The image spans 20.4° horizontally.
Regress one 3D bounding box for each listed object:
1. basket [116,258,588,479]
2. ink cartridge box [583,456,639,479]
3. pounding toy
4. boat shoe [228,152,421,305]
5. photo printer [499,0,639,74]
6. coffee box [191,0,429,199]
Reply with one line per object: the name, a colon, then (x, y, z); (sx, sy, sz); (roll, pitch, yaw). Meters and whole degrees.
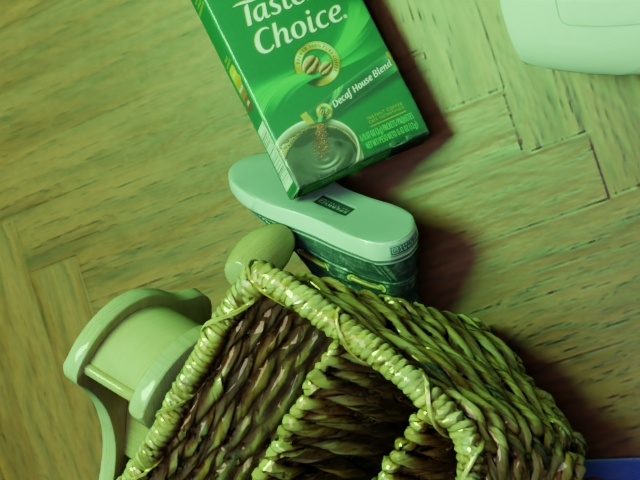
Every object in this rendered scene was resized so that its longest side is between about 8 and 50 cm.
basket: (0.008, 0.199, 1.212); (0.299, 0.223, 0.213); (-58, 39, 20)
ink cartridge box: (0.200, 0.311, 1.258); (0.185, 0.065, 0.311); (-5, 90, 27)
pounding toy: (-0.086, 0.127, 1.302); (0.155, 0.154, 0.270); (27, 122, 27)
boat shoe: (0.000, 0.000, 1.331); (0.183, 0.065, 0.083); (28, 138, 40)
photo printer: (0.227, -0.266, 1.174); (0.256, 0.107, 0.308); (-9, 90, 26)
coffee box: (-0.011, -0.134, 1.308); (0.113, 0.040, 0.184); (-23, 81, -12)
